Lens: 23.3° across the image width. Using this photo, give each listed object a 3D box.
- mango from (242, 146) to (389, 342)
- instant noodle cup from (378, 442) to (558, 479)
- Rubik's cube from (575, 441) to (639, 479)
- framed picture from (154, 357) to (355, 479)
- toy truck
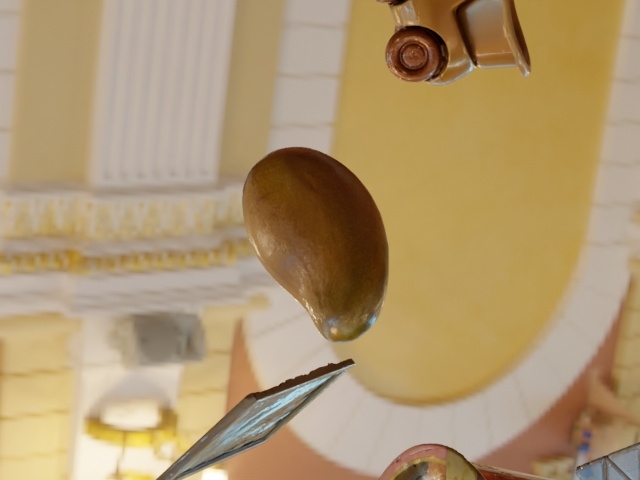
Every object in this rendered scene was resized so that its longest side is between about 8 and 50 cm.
[{"bbox_3d":[0.000,0.000,1.558,0.099,0.136,0.227,24,-148,-51],"label":"mango"},{"bbox_3d":[0.205,0.329,1.572,0.255,0.244,0.244,9,-169,-32],"label":"instant noodle cup"},{"bbox_3d":[0.422,0.345,2.078,0.178,0.190,0.211,0,161,30],"label":"Rubik's cube"},{"bbox_3d":[-0.085,0.241,2.091,0.019,0.209,0.281,53,-153,13],"label":"framed picture"},{"bbox_3d":[0.183,-0.356,2.302,0.212,0.288,0.204,-16,-164,12],"label":"toy truck"}]
